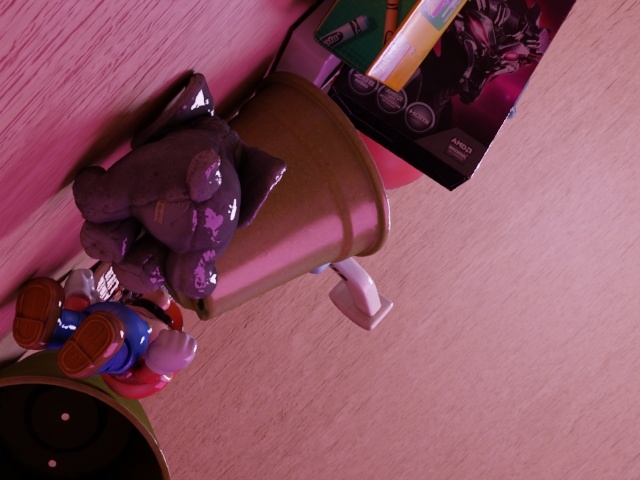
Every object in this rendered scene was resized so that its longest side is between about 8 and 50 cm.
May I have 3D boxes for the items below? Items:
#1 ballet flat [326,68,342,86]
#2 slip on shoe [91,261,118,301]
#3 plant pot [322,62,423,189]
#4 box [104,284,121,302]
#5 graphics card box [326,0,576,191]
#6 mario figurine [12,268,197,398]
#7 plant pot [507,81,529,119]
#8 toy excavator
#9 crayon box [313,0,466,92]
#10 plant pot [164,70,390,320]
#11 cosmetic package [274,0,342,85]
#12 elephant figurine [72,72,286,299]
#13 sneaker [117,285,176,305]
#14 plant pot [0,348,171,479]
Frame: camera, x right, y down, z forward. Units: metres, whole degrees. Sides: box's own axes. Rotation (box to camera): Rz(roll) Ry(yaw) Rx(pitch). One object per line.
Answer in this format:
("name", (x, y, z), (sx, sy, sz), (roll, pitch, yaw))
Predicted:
("ballet flat", (0.049, -0.304, 1.443), (0.188, 0.070, 0.070), (-46, -179, 1))
("slip on shoe", (-0.309, 0.042, 1.432), (0.041, 0.051, 0.135), (3, -140, 30))
("plant pot", (0.097, -0.241, 1.607), (0.275, 0.275, 0.243), (-45, 171, -3))
("box", (-0.400, 0.117, 1.741), (0.094, 0.027, 0.137), (-47, -178, -13))
("graphics card box", (0.194, -0.285, 1.371), (0.371, 0.232, 0.094), (-57, -175, -13))
("mario figurine", (-0.247, 0.095, 1.199), (0.170, 0.198, 0.320), (-26, 168, 4))
("plant pot", (0.380, -0.501, 2.106), (0.334, 0.341, 0.341), (-54, -178, -1))
("toy excavator", (0.000, 0.000, 1.979), (0.222, 0.445, 0.433), (-45, -179, -15))
("crayon box", (0.122, -0.307, 1.075), (0.278, 0.081, 0.165), (-54, 168, 12))
("plant pot", (-0.095, -0.037, 1.235), (0.254, 0.276, 0.276), (-34, 177, -23))
("cosmetic package", (-0.009, -0.240, 1.263), (0.099, 0.060, 0.239), (-50, -178, -17))
("elephant figurine", (-0.123, -0.074, 0.927), (0.239, 0.186, 0.169), (-62, 150, -47))
("sneaker", (-0.345, 0.111, 1.870), (0.299, 0.120, 0.112), (-74, -171, -59))
("plant pot", (-0.401, 0.321, 1.428), (0.366, 0.366, 0.353), (-45, -167, 2))
